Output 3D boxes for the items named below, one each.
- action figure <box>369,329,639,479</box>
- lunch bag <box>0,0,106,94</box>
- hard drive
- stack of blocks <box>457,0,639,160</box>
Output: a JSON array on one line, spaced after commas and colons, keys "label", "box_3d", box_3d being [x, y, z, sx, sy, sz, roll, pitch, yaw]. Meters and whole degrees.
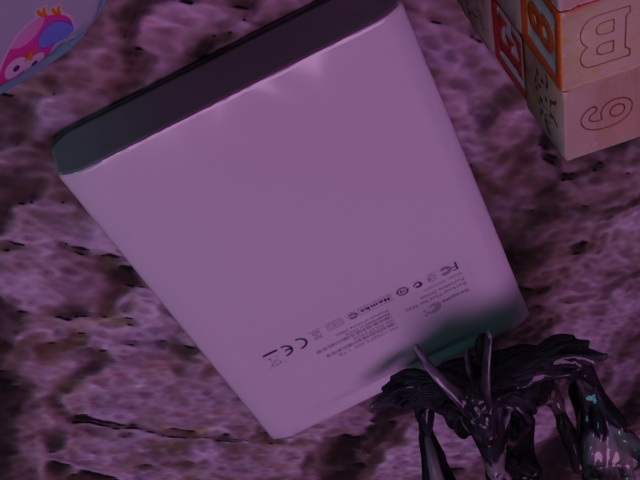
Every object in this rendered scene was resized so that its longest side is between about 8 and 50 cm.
[{"label": "action figure", "box_3d": [0.143, 0.142, 0.883, 0.164, 0.140, 0.276, -20, 157, 18]}, {"label": "lunch bag", "box_3d": [-0.157, -0.150, 0.441, 0.224, 0.108, 0.279, -42, 166, -35]}, {"label": "hard drive", "box_3d": [0.000, 0.000, 0.787, 0.203, 0.040, 0.307, -26, 138, 4]}, {"label": "stack of blocks", "box_3d": [0.102, -0.202, 0.523, 0.087, 0.171, 0.297, -18, 137, -5]}]
